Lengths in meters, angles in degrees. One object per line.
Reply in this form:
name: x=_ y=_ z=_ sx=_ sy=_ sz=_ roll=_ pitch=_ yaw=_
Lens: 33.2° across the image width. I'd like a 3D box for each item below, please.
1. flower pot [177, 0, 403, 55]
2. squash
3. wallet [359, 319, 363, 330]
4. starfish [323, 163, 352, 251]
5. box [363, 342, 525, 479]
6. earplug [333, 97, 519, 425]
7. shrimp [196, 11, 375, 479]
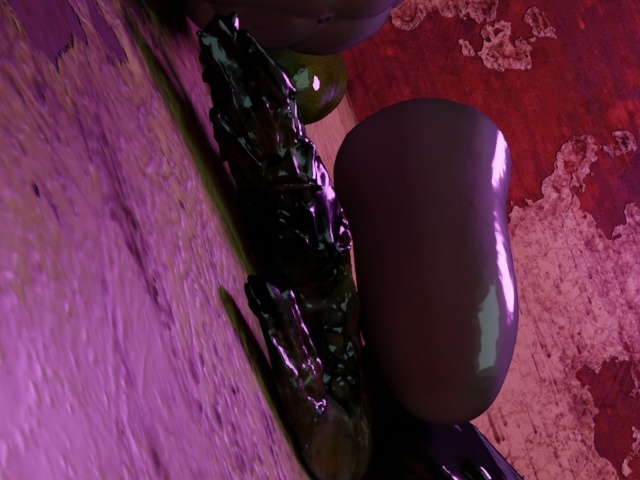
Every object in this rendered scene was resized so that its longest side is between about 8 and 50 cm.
flower pot: x=-0.022 y=-0.264 z=0.842 sx=0.195 sy=0.246 sz=0.246 roll=-55 pitch=125 yaw=-73
squash: x=-0.026 y=-0.163 z=1.093 sx=0.378 sy=0.101 sz=0.101 roll=-48 pitch=118 yaw=-78
wallet: x=0.076 y=0.129 z=1.388 sx=0.156 sy=0.018 sz=0.082 roll=61 pitch=12 yaw=-52
starfish: x=0.008 y=-0.003 z=1.076 sx=0.213 sy=0.057 sz=0.238 roll=-85 pitch=155 yaw=-57
box: x=0.160 y=0.260 z=0.962 sx=0.350 sy=0.091 sz=0.359 roll=49 pitch=4 yaw=-14
earplug: x=0.101 y=0.032 z=0.925 sx=0.301 sy=0.172 sz=0.172 roll=-92 pitch=162 yaw=-48
shrimp: x=-0.019 y=0.023 z=0.768 sx=0.233 sy=0.071 sz=0.364 roll=-88 pitch=163 yaw=-58
